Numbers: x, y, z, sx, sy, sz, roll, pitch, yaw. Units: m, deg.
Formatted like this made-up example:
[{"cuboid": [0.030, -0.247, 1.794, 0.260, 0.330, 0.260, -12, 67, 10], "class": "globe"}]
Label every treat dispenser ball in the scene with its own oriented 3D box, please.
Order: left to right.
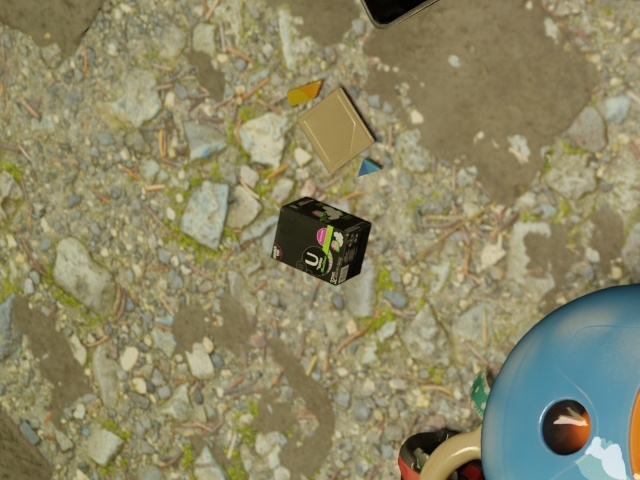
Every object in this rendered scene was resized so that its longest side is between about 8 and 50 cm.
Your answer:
[{"cuboid": [0.284, 0.181, 1.454, 0.288, 0.288, 0.288, 10, 109, 29], "class": "treat dispenser ball"}]

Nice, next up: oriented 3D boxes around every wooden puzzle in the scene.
[{"cuboid": [0.016, -0.114, 1.697, 0.078, 0.014, 0.116, -26, 90, 39], "class": "wooden puzzle"}]

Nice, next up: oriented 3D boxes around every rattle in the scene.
[{"cuboid": [0.150, 0.198, 1.574, 0.130, 0.143, 0.200, 11, 75, 37], "class": "rattle"}]

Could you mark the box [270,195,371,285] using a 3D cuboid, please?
[{"cuboid": [0.000, 0.000, 1.716, 0.083, 0.052, 0.062, 24, 114, 25], "class": "box"}]

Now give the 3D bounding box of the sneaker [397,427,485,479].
[{"cuboid": [0.185, 0.309, 1.669, 0.276, 0.097, 0.135, 30, 118, 23], "class": "sneaker"}]

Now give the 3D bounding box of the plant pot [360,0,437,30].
[{"cuboid": [0.116, -0.304, 1.359, 0.187, 0.167, 0.188, -26, 89, 35], "class": "plant pot"}]
